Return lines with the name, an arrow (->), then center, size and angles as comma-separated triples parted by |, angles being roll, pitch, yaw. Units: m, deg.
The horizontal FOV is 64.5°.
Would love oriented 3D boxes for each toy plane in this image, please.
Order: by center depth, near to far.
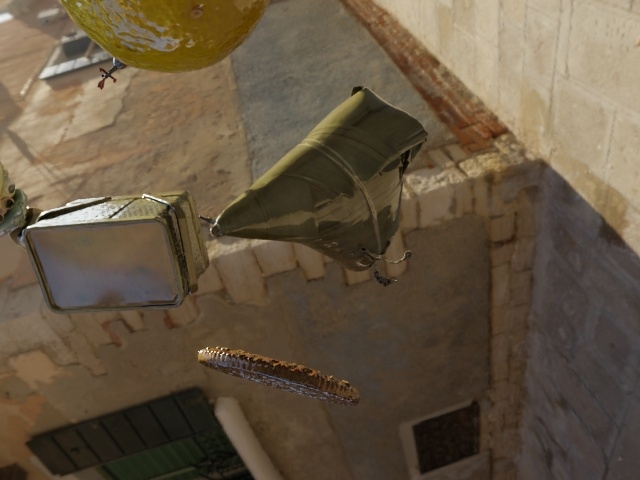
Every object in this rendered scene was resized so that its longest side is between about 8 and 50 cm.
toy plane -> -0.402, -0.362, 1.024 | 0.037, 0.145, 0.060 | 39, 167, -11

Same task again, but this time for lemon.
lemon -> -0.151, -0.295, 0.496 | 0.253, 0.228, 0.229 | -50, 53, 57

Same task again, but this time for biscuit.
biscuit -> -0.073, 0.242, 0.910 | 0.305, 0.305, 0.038 | 77, -153, -68

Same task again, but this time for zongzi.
zongzi -> 0.000, 0.000, 0.918 | 0.181, 0.418, 0.447 | 35, 148, 29

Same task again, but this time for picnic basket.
picnic basket -> -0.330, 0.017, 0.853 | 0.139, 0.266, 0.165 | -72, -24, -66

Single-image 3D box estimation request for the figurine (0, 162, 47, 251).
figurine -> -0.762, -0.074, 1.208 | 0.274, 0.227, 0.394 | 21, 166, 36
